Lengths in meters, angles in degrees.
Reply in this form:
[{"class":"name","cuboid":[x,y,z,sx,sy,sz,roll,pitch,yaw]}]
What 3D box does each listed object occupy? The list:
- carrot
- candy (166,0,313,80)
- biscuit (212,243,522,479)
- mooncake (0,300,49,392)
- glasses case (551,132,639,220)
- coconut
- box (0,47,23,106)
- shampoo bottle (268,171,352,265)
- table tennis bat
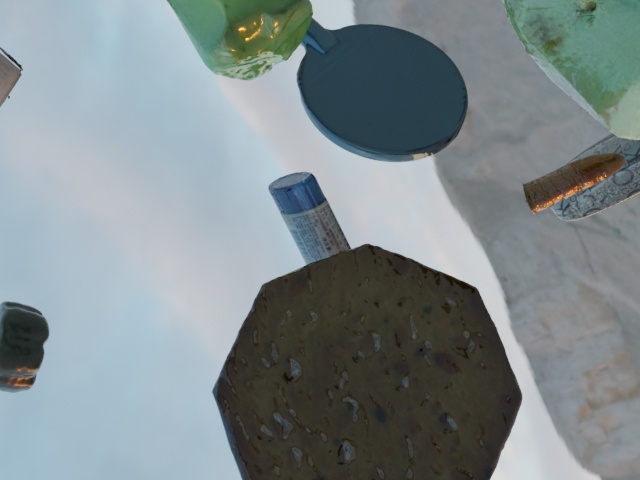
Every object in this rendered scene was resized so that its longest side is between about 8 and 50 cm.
[{"class":"carrot","cuboid":[0.342,-0.086,1.276,0.048,0.139,0.048,49,-155,-33]},{"class":"candy","cuboid":[-0.144,-0.348,1.140,0.132,0.142,0.343,-9,-123,-49]},{"class":"biscuit","cuboid":[0.053,0.180,1.101,0.046,0.359,0.359,84,164,-78]},{"class":"mooncake","cuboid":[-0.597,0.208,1.835,0.104,0.175,0.168,11,-132,-32]},{"class":"glasses case","cuboid":[0.546,-0.146,1.619,0.085,0.355,0.137,45,-141,-19]},{"class":"coconut","cuboid":[0.306,-0.252,0.855,0.328,0.281,0.328,-9,-90,-77]},{"class":"box","cuboid":[-0.589,-0.277,1.351,0.251,0.203,0.106,46,-119,-38]},{"class":"shampoo bottle","cuboid":[0.000,0.000,1.220,0.050,0.087,0.183,-37,-69,-30]},{"class":"table tennis bat","cuboid":[0.054,-0.232,1.299,0.329,0.215,0.044,41,159,19]}]
